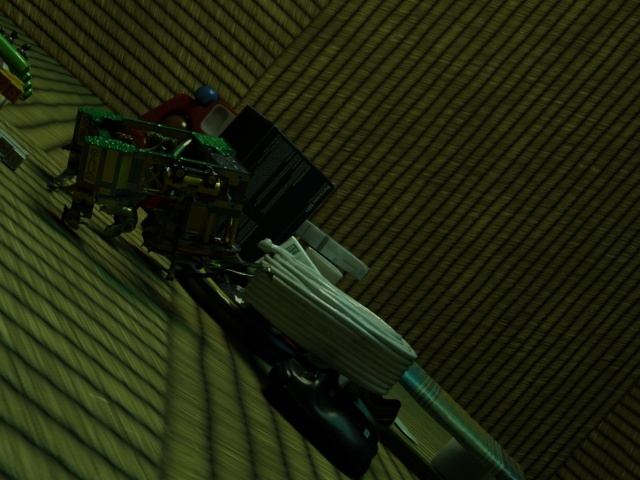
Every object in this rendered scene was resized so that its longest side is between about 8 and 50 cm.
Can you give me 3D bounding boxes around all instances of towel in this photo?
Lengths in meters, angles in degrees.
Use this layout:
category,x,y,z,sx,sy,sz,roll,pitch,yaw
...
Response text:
category,x,y,z,sx,sy,sz,roll,pitch,yaw
towel,0.208,0.291,1.550,0.370,0.040,0.271,44,4,13

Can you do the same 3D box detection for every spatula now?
category,x,y,z,sx,sy,sz,roll,pitch,yaw
spatula,0.109,0.320,1.849,0.168,0.019,0.242,41,1,-21

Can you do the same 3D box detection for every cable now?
category,x,y,z,sx,sy,sz,roll,pitch,yaw
cable,0.011,0.113,1.235,0.257,0.089,0.257,36,0,-18

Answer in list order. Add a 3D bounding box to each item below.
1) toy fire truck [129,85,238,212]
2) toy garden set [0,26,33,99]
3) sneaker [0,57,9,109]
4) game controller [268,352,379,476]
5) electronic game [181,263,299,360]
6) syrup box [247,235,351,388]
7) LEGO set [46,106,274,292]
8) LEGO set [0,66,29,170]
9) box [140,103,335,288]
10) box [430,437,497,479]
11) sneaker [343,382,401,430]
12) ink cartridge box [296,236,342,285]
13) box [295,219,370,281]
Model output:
category,x,y,z,sx,sy,sz,roll,pitch,yaw
toy fire truck,-0.254,-0.168,1.736,0.302,0.254,0.169,43,0,35
toy garden set,-0.556,-0.349,1.505,0.204,0.049,0.244,48,-14,-11
sneaker,-0.468,-0.232,1.201,0.084,0.069,0.185,49,-5,-40
game controller,0.013,0.223,1.178,0.167,0.067,0.319,57,3,8
electronic game,-0.119,0.098,1.326,0.229,0.048,0.229,42,0,0
syrup box,-0.013,0.123,1.417,0.237,0.093,0.096,53,-14,12
LEGO set,-0.217,-0.035,1.124,0.254,0.192,0.331,8,14,-27
LEGO set,-0.410,-0.190,1.064,0.227,0.087,0.093,43,1,-5
box,-0.131,-0.058,1.447,0.184,0.261,0.103,43,0,-43
box,0.285,0.435,1.697,0.101,0.087,0.102,44,0,41
sneaker,0.058,0.237,1.491,0.188,0.078,0.067,42,0,-11
ink cartridge box,-0.048,0.086,1.812,0.093,0.154,0.212,40,1,-8
box,0.000,0.000,1.808,0.186,0.038,0.145,35,3,-36
